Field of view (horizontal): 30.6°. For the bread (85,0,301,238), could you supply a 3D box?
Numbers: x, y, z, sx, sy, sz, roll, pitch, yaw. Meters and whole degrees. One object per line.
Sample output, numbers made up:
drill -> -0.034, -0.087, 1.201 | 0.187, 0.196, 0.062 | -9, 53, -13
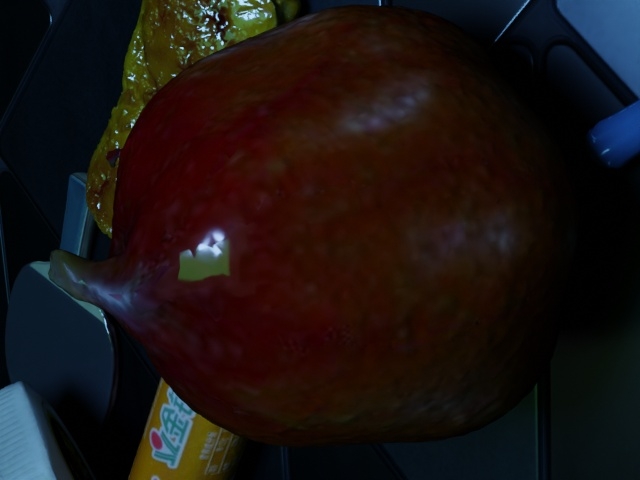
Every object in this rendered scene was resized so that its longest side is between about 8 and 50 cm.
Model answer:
bread -> -0.108, -0.105, 0.954 | 0.139, 0.077, 0.271 | 38, 120, 23

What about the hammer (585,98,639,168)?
hammer -> 0.230, -0.097, 0.685 | 0.194, 0.069, 0.116 | -36, 79, 45

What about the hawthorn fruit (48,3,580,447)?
hawthorn fruit -> 0.016, -0.004, 0.732 | 0.295, 0.311, 0.295 | 8, 108, 25

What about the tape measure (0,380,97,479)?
tape measure -> -0.264, 0.274, 1.102 | 0.231, 0.133, 0.271 | 48, 166, 53

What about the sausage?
sausage -> -0.099, 0.143, 1.001 | 0.093, 0.093, 0.312 | 37, 123, 27

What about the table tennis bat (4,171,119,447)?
table tennis bat -> -0.255, 0.071, 1.157 | 0.173, 0.022, 0.301 | 32, 121, 30
